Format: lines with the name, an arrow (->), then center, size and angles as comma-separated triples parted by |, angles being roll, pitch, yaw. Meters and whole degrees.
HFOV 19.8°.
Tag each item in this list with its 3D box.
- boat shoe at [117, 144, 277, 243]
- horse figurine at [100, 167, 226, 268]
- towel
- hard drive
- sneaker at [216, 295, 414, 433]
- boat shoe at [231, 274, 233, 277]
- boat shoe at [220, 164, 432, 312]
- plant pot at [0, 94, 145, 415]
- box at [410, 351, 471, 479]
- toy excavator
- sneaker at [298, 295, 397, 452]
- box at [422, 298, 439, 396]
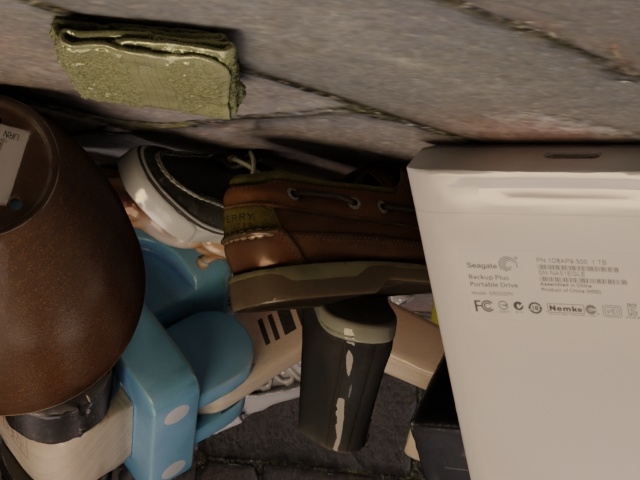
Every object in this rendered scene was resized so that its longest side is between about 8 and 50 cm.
boat shoe -> -0.064, -0.038, 1.412 | 0.070, 0.078, 0.219 | -38, 148, 24
horse figurine -> -0.122, -0.015, 1.567 | 0.263, 0.066, 0.174 | 17, 169, -9
towel -> -0.100, -0.100, 1.086 | 0.110, 0.027, 0.148 | 6, 173, 0
hard drive -> 0.205, 0.097, 1.319 | 0.233, 0.353, 0.047 | 1, -150, 27
sneaker -> -0.072, 0.120, 1.915 | 0.365, 0.137, 0.210 | -26, -175, -18
boat shoe -> -0.201, 0.042, 1.955 | 0.302, 0.103, 0.113 | -2, 170, 44
boat shoe -> 0.057, -0.010, 1.401 | 0.110, 0.105, 0.307 | -14, 172, 44
plant pot -> -0.235, -0.010, 1.317 | 0.215, 0.215, 0.230 | 6, 158, -2
box -> 0.384, 0.261, 1.568 | 0.479, 0.472, 0.297 | 1, -144, 28
toy excavator -> -0.101, 0.092, 1.721 | 0.445, 0.433, 0.222 | -29, 153, -23
sneaker -> 0.010, 0.085, 1.511 | 0.083, 0.118, 0.222 | 11, -164, -4
box -> 0.154, 0.102, 1.872 | 0.043, 0.179, 0.105 | 9, 171, -32
